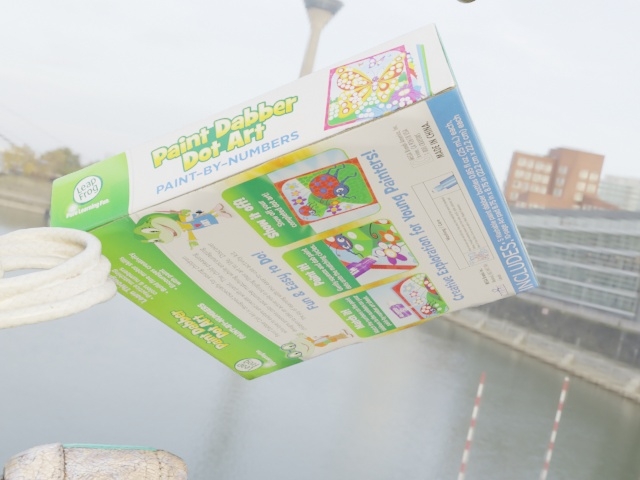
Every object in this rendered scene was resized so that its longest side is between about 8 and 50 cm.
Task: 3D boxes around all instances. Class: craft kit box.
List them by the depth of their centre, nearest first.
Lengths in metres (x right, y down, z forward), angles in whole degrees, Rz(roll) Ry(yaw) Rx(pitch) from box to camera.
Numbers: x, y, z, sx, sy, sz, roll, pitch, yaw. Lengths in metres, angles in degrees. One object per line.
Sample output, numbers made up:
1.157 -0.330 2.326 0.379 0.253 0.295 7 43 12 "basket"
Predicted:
0.000 0.000 0.532 0.246 0.061 0.250 -22 -34 13 "craft kit box"

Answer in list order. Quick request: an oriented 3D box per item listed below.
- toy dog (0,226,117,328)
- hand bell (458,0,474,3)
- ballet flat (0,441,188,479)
-0.249 0.106 0.339 0.220 0.161 0.333 9 21 21 "toy dog"
0.093 -0.375 1.006 0.242 0.126 0.126 -2 7 -25 "hand bell"
-0.075 0.242 0.351 0.106 0.316 0.107 -8 6 -24 "ballet flat"
